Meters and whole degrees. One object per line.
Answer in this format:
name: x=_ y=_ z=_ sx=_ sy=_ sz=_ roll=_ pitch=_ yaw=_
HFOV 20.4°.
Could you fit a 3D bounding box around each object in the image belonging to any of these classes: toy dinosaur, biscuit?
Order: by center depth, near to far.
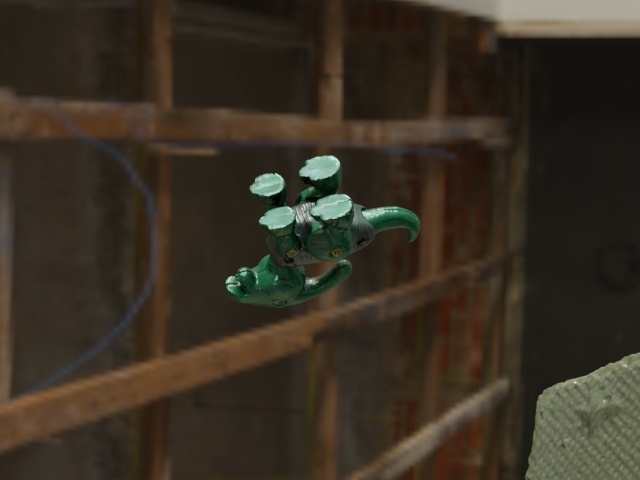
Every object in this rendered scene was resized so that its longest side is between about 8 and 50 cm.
biscuit: x=0.207 y=0.126 z=1.137 sx=0.041 sy=0.199 sz=0.121 roll=28 pitch=-125 yaw=-25
toy dinosaur: x=0.000 y=0.000 z=1.151 sx=0.096 sy=0.132 sz=0.059 roll=82 pitch=174 yaw=-47
